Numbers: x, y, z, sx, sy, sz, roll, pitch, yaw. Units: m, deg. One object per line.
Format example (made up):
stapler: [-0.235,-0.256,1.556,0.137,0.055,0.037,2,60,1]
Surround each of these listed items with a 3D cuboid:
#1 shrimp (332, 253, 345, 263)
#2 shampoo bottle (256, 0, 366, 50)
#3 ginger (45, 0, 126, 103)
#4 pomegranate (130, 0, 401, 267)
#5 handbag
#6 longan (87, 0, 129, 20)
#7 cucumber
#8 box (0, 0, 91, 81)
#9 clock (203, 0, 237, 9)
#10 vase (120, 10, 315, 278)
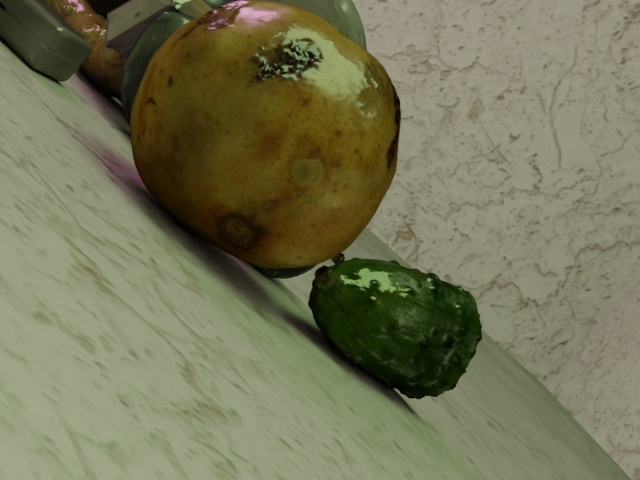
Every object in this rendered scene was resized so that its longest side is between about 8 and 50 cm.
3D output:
shrimp: [0.000,0.000,2.217,0.091,0.025,0.127,45,2,16]
shampoo bottle: [-0.087,-0.291,2.247,0.322,0.322,0.317,41,-16,-16]
ginger: [-0.273,-0.246,1.754,0.334,0.081,0.148,48,6,19]
pomegranate: [-0.051,-0.102,1.319,0.260,0.260,0.260,42,4,-4]
handbag: [-0.157,-0.227,1.662,0.173,0.117,0.095,34,44,-43]
longan: [-0.328,-0.381,1.921,0.212,0.198,0.198,13,-18,43]
cucumber: [0.059,0.072,1.408,0.134,0.134,0.244,45,8,35]
box: [-0.351,-0.270,1.482,0.243,0.055,0.103,43,5,11]
clock: [-0.202,-0.279,1.915,0.146,0.199,0.243,43,34,-3]
vase: [-0.091,-0.084,1.554,0.301,0.156,0.251,53,-16,37]
